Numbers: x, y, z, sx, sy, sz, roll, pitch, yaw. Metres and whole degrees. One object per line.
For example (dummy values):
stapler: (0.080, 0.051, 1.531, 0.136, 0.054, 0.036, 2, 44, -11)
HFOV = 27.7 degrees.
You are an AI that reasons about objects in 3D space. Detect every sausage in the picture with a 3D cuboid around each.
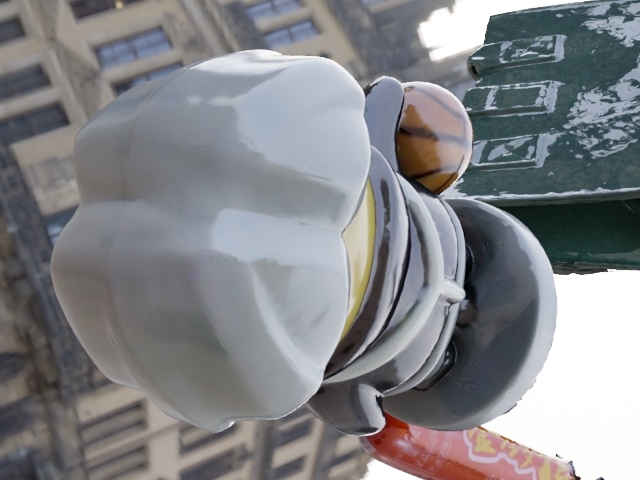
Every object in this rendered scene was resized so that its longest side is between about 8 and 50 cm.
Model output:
sausage: (0.074, 0.116, 0.719, 0.048, 0.145, 0.050, -36, -146, 54)

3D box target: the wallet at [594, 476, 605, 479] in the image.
wallet: (0.180, 0.260, 0.958, 0.030, 0.111, 0.166, 35, -31, 41)

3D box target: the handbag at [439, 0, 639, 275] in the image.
handbag: (0.229, -0.099, 1.093, 0.326, 0.238, 0.089, -68, 150, -49)

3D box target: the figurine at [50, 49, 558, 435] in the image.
figurine: (0.000, 0.000, 0.566, 0.133, 0.236, 0.176, -1, -102, 39)
